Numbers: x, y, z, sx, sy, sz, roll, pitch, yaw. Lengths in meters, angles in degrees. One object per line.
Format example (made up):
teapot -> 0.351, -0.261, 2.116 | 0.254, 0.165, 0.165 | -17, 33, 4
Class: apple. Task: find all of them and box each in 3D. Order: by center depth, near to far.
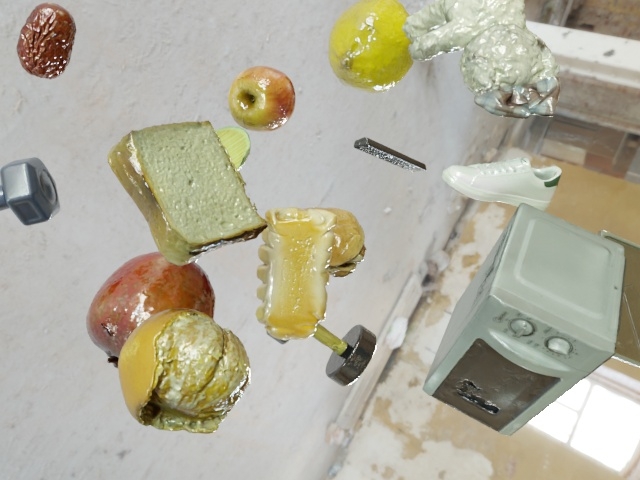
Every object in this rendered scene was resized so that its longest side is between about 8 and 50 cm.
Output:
apple -> -0.120, -0.301, 1.052 | 0.146, 0.147, 0.146 | -43, 146, -38

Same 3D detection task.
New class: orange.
orange -> -0.158, 0.156, 0.581 | 0.156, 0.157, 0.134 | 70, 32, -55

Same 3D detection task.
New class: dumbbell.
dumbbell -> -0.769, -0.082, 1.101 | 0.325, 0.159, 0.144 | -15, 172, -7
dumbbell -> 0.002, 0.308, 1.614 | 0.203, 0.323, 0.203 | -53, -173, 9

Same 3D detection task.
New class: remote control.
remote control -> 0.200, -0.237, 1.395 | 0.245, 0.063, 0.025 | 15, 78, -37

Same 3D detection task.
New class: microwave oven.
microwave oven -> 0.314, 0.134, 0.771 | 0.237, 0.181, 0.295 | -53, 164, -39

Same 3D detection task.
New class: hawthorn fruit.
hawthorn fruit -> -0.378, 0.156, 1.189 | 0.284, 0.285, 0.368 | 84, 21, -46

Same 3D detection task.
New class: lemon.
lemon -> 0.153, -0.572, 1.462 | 0.321, 0.269, 0.268 | -58, 154, -33

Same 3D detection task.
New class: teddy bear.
teddy bear -> 0.367, -0.409, 1.155 | 0.375, 0.328, 0.361 | 167, -81, -74

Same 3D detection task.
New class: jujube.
jujube -> -0.651, -0.477, 1.178 | 0.176, 0.109, 0.112 | -60, -162, 22

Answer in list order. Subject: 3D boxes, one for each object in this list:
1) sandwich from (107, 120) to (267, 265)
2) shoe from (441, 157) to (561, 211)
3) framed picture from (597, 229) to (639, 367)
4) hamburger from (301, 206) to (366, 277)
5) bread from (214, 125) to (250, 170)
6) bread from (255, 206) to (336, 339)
sandwich -> -0.239, -0.090, 0.907 | 0.087, 0.251, 0.226 | -35, 175, 37
shoe -> 0.406, -0.145, 1.096 | 0.095, 0.265, 0.110 | -95, -158, -52
framed picture -> 0.642, 0.124, 1.023 | 0.023, 0.189, 0.259 | 125, -15, -73
hamburger -> -0.001, -0.001, 1.555 | 0.284, 0.259, 0.144 | -1, 127, -15
bread -> -0.362, -0.278, 1.700 | 0.301, 0.302, 0.045 | -57, 139, -17
bread -> -0.065, 0.076, 1.153 | 0.121, 0.173, 0.310 | -150, -113, -80
